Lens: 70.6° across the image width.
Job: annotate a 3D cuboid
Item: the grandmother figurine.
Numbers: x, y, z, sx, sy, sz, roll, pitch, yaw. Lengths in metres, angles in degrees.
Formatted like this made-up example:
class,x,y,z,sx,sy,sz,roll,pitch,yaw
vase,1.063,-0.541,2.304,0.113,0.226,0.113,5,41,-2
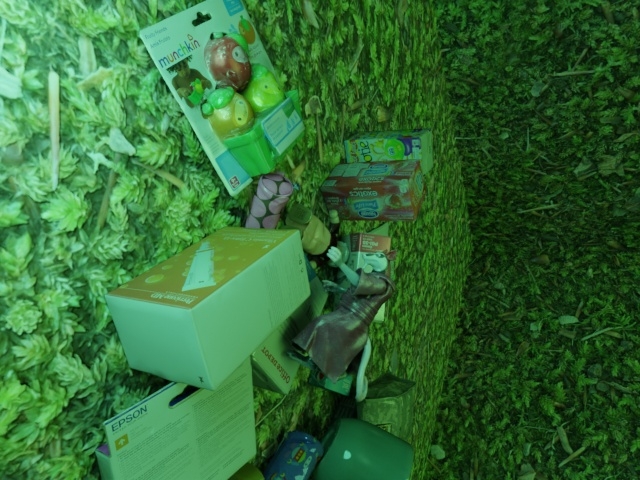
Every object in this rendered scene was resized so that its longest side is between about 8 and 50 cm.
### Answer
class,x,y,z,sx,sy,sz,roll,pitch,yaw
grandmother figurine,0.000,0.000,1.403,0.207,0.104,0.342,-54,149,-4

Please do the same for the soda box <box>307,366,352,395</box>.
class,x,y,z,sx,sy,sz,roll,pitch,yaw
soda box,0.037,0.479,1.552,0.210,0.067,0.071,45,55,-55

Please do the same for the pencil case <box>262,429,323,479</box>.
class,x,y,z,sx,sy,sz,roll,pitch,yaw
pencil case,-0.110,0.668,1.255,0.133,0.119,0.306,43,41,1

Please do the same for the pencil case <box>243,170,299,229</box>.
class,x,y,z,sx,sy,sz,roll,pitch,yaw
pencil case,-0.130,-0.063,1.075,0.098,0.095,0.209,-94,-154,-47

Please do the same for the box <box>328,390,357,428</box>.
class,x,y,z,sx,sy,sz,roll,pitch,yaw
box,0.098,0.758,1.687,0.307,0.077,0.242,-62,143,-37

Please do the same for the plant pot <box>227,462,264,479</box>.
class,x,y,z,sx,sy,sz,roll,pitch,yaw
plant pot,-0.190,0.618,1.140,0.082,0.083,0.081,13,82,-60

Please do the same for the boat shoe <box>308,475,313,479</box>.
class,x,y,z,sx,sy,sz,roll,pitch,yaw
boat shoe,-0.055,0.816,1.396,0.277,0.096,0.098,-19,110,-59

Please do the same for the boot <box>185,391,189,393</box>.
class,x,y,z,sx,sy,sz,roll,pitch,yaw
boot,-0.266,0.375,1.016,0.118,0.042,0.086,14,79,-61

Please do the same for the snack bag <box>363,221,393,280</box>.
class,x,y,z,sx,sy,sz,roll,pitch,yaw
snack bag,0.241,0.106,1.908,0.323,0.037,0.342,-24,114,-58

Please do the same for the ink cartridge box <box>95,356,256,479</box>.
class,x,y,z,sx,sy,sz,roll,pitch,yaw
ink cartridge box,-0.270,0.392,0.909,0.324,0.072,0.329,-24,120,-48

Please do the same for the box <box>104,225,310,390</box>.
class,x,y,z,sx,sy,sz,roll,pitch,yaw
box,-0.203,0.110,0.917,0.345,0.215,0.168,-40,128,-53

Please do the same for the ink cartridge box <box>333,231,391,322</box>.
class,x,y,z,sx,sy,sz,roll,pitch,yaw
ink cartridge box,0.138,0.123,1.534,0.207,0.117,0.282,168,-71,-74

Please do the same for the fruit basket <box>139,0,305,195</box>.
class,x,y,z,sx,sy,sz,roll,pitch,yaw
fruit basket,-0.174,-0.326,0.973,0.327,0.166,0.352,-56,136,-42

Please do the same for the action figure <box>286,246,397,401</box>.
class,x,y,z,sx,sy,sz,roll,pitch,yaw
action figure,0.094,0.177,1.121,0.370,0.276,0.248,-52,166,-4

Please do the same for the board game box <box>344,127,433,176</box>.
class,x,y,z,sx,sy,sz,roll,pitch,yaw
board game box,0.244,-0.309,1.610,0.142,0.276,0.144,-42,130,-51

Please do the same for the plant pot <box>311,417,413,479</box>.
class,x,y,z,sx,sy,sz,roll,pitch,yaw
plant pot,0.111,0.702,1.419,0.293,0.235,0.293,-55,179,-2

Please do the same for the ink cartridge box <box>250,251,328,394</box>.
class,x,y,z,sx,sy,sz,roll,pitch,yaw
ink cartridge box,-0.117,0.202,1.170,0.307,0.129,0.223,-66,147,-33

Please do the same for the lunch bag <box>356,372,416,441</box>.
class,x,y,z,sx,sy,sz,roll,pitch,yaw
lunch bag,0.225,0.650,1.662,0.287,0.169,0.235,-5,101,-53

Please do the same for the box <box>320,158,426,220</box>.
class,x,y,z,sx,sy,sz,roll,pitch,yaw
box,0.175,-0.163,1.477,0.154,0.300,0.142,-60,140,-41
